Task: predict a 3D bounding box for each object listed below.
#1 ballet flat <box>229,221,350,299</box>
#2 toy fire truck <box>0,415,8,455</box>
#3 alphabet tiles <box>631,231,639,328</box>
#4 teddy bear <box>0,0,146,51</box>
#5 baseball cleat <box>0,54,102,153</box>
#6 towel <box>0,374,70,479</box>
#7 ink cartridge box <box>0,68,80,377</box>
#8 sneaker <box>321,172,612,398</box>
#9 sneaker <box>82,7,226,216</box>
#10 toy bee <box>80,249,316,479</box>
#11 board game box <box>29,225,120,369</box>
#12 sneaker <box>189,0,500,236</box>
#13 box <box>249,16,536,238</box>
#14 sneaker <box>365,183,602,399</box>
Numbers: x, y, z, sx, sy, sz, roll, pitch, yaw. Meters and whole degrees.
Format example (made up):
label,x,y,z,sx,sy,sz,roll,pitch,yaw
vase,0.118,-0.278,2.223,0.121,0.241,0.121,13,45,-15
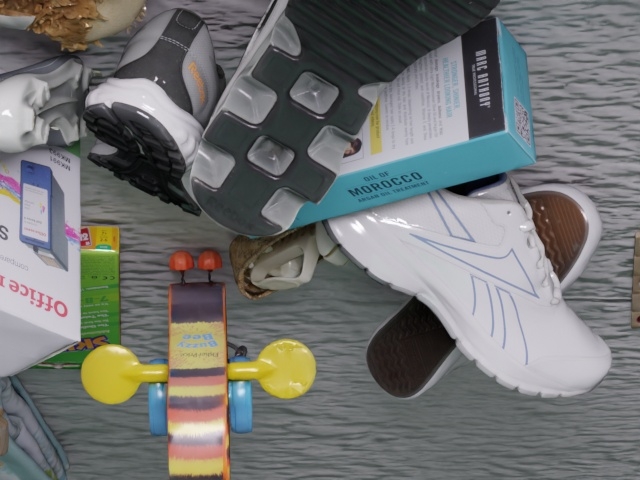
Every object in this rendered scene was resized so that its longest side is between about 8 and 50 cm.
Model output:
label,x,y,z,sx,sy,sz,roll,pitch,yaw
ballet flat,0.000,0.000,1.632,0.073,0.067,0.206,22,144,-35
toy fire truck,-0.419,0.117,1.760,0.246,0.158,0.217,-3,153,-12
alphabet tiles,0.412,0.030,1.775,0.237,0.009,0.198,-5,152,5
teddy bear,-0.258,-0.194,1.233,0.338,0.113,0.245,-8,161,-1
baseball cleat,-0.228,-0.103,1.369,0.109,0.072,0.206,6,-175,6
towel,-0.452,0.229,2.027,0.321,0.090,0.374,-5,152,5
ink cartridge box,-0.262,-0.023,1.418,0.093,0.212,0.154,-25,144,34
sneaker,0.137,0.020,1.542,0.297,0.111,0.129,38,109,-20
sneaker,-0.112,-0.092,1.419,0.100,0.108,0.271,26,167,0
toy bee,-0.121,0.099,1.707,0.195,0.298,0.162,-12,117,-21
board game box,-0.248,0.058,1.766,0.124,0.039,0.259,2,150,-5
sneaker,0.025,-0.162,1.299,0.122,0.146,0.330,36,117,-14
box,0.038,-0.083,1.442,0.244,0.100,0.060,-14,151,24
sneaker,0.159,0.031,1.704,0.123,0.106,0.290,-24,166,-49
